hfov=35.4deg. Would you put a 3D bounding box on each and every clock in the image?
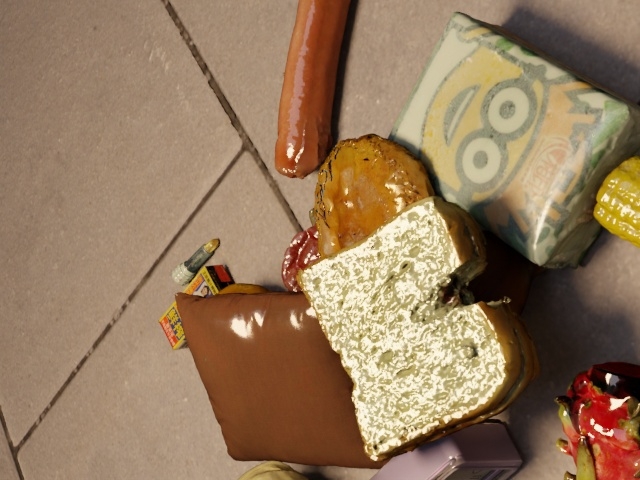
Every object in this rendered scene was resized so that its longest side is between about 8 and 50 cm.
[{"bbox_3d":[0.158,0.322,1.351,0.193,0.144,0.073,-50,49,30],"label":"clock"}]

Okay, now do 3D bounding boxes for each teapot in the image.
[{"bbox_3d":[0.196,0.093,1.347,0.252,0.135,0.178,-43,23,15],"label":"teapot"}]

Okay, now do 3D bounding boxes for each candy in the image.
[{"bbox_3d":[0.424,-0.018,1.167,0.199,0.094,0.106,38,111,32],"label":"candy"}]

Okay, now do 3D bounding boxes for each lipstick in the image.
[{"bbox_3d":[-0.226,0.036,1.838,0.116,0.037,0.037,-43,58,28],"label":"lipstick"}]

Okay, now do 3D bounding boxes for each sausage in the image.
[{"bbox_3d":[-0.005,-0.306,1.620,0.094,0.094,0.419,15,96,59],"label":"sausage"}]

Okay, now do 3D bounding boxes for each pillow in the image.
[{"bbox_3d":[-0.057,0.209,1.527,0.305,0.108,0.308,-5,112,33],"label":"pillow"}]

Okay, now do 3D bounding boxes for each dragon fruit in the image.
[{"bbox_3d":[0.347,0.232,1.171,0.166,0.160,0.172,8,96,3],"label":"dragon fruit"}]

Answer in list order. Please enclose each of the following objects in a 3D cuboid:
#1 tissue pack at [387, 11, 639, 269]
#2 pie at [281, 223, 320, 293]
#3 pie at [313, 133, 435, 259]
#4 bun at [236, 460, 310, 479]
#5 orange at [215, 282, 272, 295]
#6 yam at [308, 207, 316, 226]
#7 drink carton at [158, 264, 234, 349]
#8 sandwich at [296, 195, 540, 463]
[{"bbox_3d":[0.254,-0.134,1.321,0.311,0.128,0.228,41,114,37],"label":"tissue pack"},{"bbox_3d":[0.012,0.042,1.573,0.153,0.038,0.153,-4,80,25],"label":"pie"},{"bbox_3d":[0.064,-0.021,1.411,0.273,0.069,0.273,4,94,54],"label":"pie"},{"bbox_3d":[-0.044,0.452,1.514,0.259,0.160,0.259,58,163,29],"label":"bun"},{"bbox_3d":[-0.130,0.148,1.666,0.156,0.134,0.157,6,97,58],"label":"orange"},{"bbox_3d":[0.000,0.000,1.624,0.033,0.027,0.129,-32,64,37],"label":"yam"},{"bbox_3d":[-0.218,0.121,1.807,0.166,0.056,0.071,-47,64,31],"label":"drink carton"},{"bbox_3d":[0.123,0.106,1.239,0.249,0.095,0.273,-33,69,28],"label":"sandwich"}]
